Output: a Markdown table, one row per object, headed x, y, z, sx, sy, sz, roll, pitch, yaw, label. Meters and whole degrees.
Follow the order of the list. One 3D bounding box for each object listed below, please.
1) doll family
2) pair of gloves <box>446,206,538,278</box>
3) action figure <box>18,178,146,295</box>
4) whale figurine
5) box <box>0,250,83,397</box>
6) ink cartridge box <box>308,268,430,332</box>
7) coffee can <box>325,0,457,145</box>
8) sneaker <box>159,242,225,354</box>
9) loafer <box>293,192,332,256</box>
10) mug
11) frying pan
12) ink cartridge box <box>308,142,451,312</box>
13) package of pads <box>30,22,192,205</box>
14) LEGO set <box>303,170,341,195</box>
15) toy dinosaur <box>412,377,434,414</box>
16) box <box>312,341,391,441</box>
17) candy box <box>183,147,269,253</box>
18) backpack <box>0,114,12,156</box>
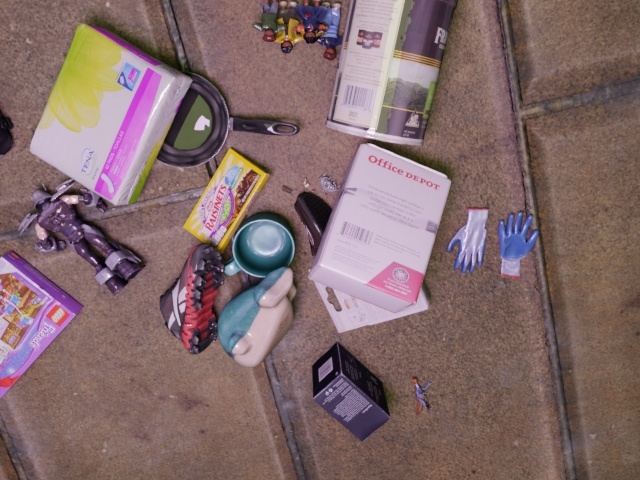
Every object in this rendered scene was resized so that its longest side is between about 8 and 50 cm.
| x | y | z | sx | sy | sz | roll | pitch | yaw | label |
| --- | --- | --- | --- | --- | --- | --- | --- | --- | --- |
| -0.035 | -0.421 | 1.210 | 0.193 | 0.076 | 0.111 | 1 | 86 | 3 | doll family |
| 0.387 | 0.006 | 1.367 | 0.199 | 0.023 | 0.159 | 6 | 105 | -4 | pair of gloves |
| -0.514 | -0.010 | 1.304 | 0.185 | 0.099 | 0.285 | -41 | 99 | 16 | action figure |
| -0.137 | 0.147 | 1.285 | 0.141 | 0.216 | 0.272 | 33 | 142 | 12 | whale figurine |
| -0.711 | 0.195 | 1.369 | 0.201 | 0.057 | 0.293 | 43 | 100 | -11 | box |
| 0.112 | 0.100 | 1.381 | 0.225 | 0.056 | 0.180 | -19 | 106 | 23 | ink cartridge box |
| 0.132 | -0.339 | 1.174 | 0.202 | 0.201 | 0.275 | 10 | 105 | -4 | coffee can |
| -0.285 | 0.114 | 1.315 | 0.135 | 0.098 | 0.275 | 28 | 125 | 24 | sneaker |
| 0.000 | 0.000 | 1.314 | 0.078 | 0.080 | 0.220 | -32 | 87 | 34 | loafer |
| -0.133 | 0.006 | 1.313 | 0.158 | 0.097 | 0.129 | -2 | 106 | 0 | mug |
| -0.226 | -0.270 | 1.258 | 0.327 | 0.053 | 0.197 | -17 | 105 | 3 | frying pan |
| 0.122 | -0.024 | 1.235 | 0.207 | 0.117 | 0.282 | 22 | 70 | -5 | ink cartridge box |
| -0.423 | -0.248 | 1.203 | 0.229 | 0.101 | 0.296 | 32 | 107 | 6 | package of pads |
| 0.004 | -0.120 | 1.321 | 0.083 | 0.023 | 0.054 | -18 | 105 | 3 | LEGO set |
| 0.235 | 0.370 | 1.454 | 0.090 | 0.047 | 0.082 | -42 | 84 | 20 | toy dinosaur |
| 0.066 | 0.341 | 1.379 | 0.158 | 0.156 | 0.093 | 43 | 101 | -12 | box |
| -0.204 | -0.084 | 1.304 | 0.105 | 0.027 | 0.205 | 36 | 102 | 17 | candy box |
| -0.783 | -0.222 | 1.195 | 0.254 | 0.191 | 0.225 | -18 | 106 | 8 | backpack |
